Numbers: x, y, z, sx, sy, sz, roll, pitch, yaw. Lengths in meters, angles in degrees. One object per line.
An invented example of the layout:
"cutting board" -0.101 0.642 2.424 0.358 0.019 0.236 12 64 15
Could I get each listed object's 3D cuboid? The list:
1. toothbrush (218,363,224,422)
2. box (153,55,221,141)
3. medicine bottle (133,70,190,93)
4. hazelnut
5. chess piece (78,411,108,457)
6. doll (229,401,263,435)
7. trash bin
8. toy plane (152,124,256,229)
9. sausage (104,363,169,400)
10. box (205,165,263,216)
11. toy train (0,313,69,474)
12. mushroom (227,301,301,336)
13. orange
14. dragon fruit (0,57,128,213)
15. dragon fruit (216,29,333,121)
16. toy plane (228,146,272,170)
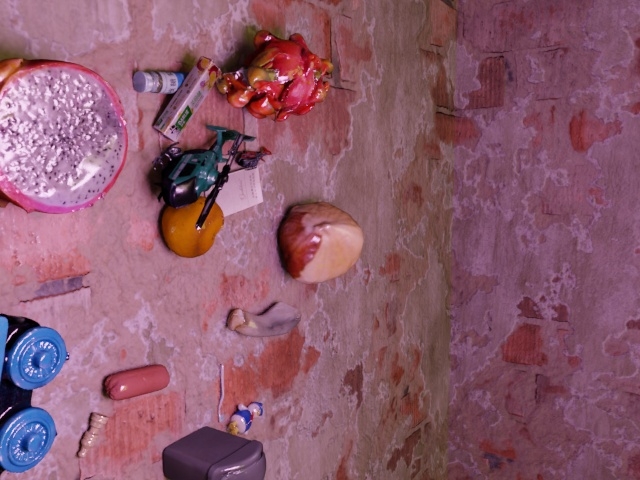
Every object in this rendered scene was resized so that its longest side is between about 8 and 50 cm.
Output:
"toothbrush" -0.273 0.419 1.506 0.017 0.014 0.162 -4 97 -40
"box" -0.307 -0.328 1.281 0.207 0.041 0.050 -57 157 -3
"medicine bottle" -0.343 -0.367 1.283 0.191 0.051 0.051 -20 110 -51
"hazelnut" 0.000 0.000 1.637 0.241 0.261 0.261 98 18 -58
"chess piece" -0.492 0.419 1.180 0.035 0.035 0.092 41 65 -49
"doll" -0.210 0.503 1.571 0.143 0.057 0.099 -26 114 -57
"trash bin" -0.251 0.551 1.357 0.176 0.236 0.101 -15 105 -53
"toy plane" -0.277 -0.175 1.302 0.382 0.155 0.107 -71 172 -52
"sausage" -0.415 0.321 1.250 0.154 0.062 0.062 1 93 -55
"box" -0.232 -0.133 1.486 0.198 0.029 0.109 -28 116 -51
"toy train" -0.579 0.260 0.890 0.265 0.187 0.301 10 88 -62
"mushroom" -0.155 0.231 1.585 0.278 0.099 0.096 -1 89 -52
"orange" -0.306 -0.037 1.316 0.157 0.134 0.156 -53 175 -6
"dragon fruit" -0.503 -0.181 0.978 0.290 0.189 0.291 -23 120 -48
"dragon fruit" -0.113 -0.418 1.455 0.243 0.227 0.307 51 56 -39
"toy plane" -0.187 -0.232 1.520 0.145 0.060 0.037 -24 151 -46
